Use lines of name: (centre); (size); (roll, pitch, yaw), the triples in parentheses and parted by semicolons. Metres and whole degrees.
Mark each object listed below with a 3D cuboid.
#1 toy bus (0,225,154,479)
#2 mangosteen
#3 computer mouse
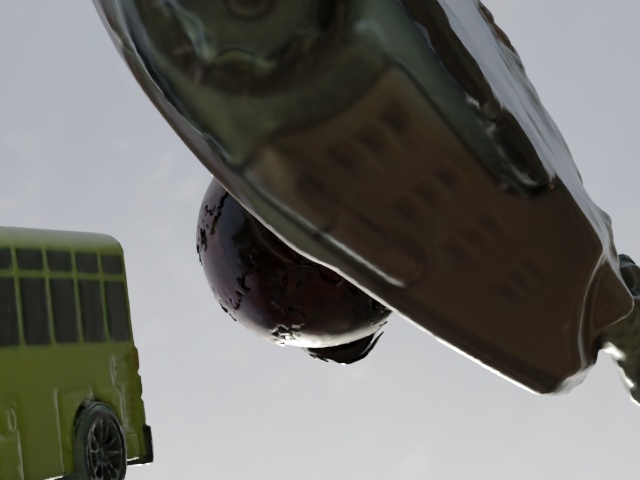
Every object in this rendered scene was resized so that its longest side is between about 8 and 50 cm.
toy bus: (-0.187, 0.058, 0.648); (0.262, 0.128, 0.150); (7, -104, -71)
mangosteen: (0.000, 0.000, 1.003); (0.166, 0.166, 0.180); (-58, -19, -16)
computer mouse: (0.013, -0.055, 0.537); (0.389, 0.115, 0.199); (53, -162, -28)
